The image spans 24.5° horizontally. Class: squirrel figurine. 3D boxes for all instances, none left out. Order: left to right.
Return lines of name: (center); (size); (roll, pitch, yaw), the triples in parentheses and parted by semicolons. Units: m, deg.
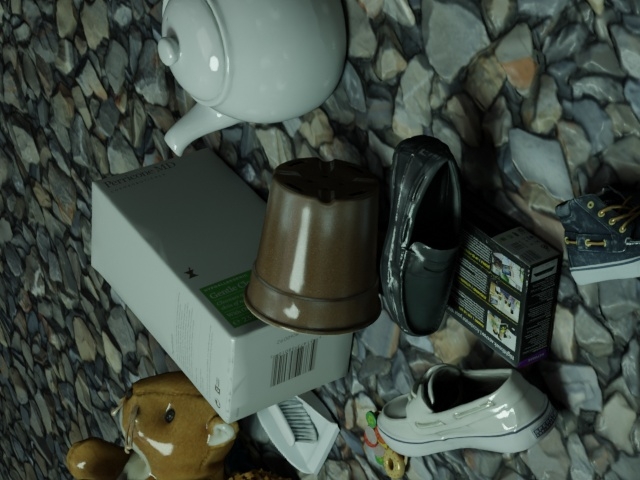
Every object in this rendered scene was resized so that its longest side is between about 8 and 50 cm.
squirrel figurine: (-0.180, 0.380, 2.138); (0.281, 0.397, 0.370); (-102, 37, -78)

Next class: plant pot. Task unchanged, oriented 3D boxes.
plant pot: (0.000, 0.000, 1.727); (0.167, 0.167, 0.165); (36, 127, 46)

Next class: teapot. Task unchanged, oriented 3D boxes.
teapot: (-0.102, -0.246, 1.707); (0.252, 0.187, 0.256); (-6, 101, 60)

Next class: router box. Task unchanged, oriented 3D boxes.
router box: (0.172, 0.032, 1.553); (0.179, 0.046, 0.133); (40, 140, 43)

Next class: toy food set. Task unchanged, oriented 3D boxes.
toy food set: (0.083, 0.255, 1.865); (0.082, 0.020, 0.083); (38, 138, 44)

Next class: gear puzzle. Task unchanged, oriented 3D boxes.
gear puzzle: (-0.199, 0.321, 2.358); (0.339, 0.044, 0.175); (36, 136, 46)

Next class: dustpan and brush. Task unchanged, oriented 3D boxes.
dustpan and brush: (-0.067, 0.222, 2.058); (0.211, 0.060, 0.147); (55, 148, 25)

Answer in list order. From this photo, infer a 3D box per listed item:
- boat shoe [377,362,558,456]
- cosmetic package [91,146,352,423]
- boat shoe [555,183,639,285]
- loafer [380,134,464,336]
boat shoe: (0.142, 0.179, 1.618); (0.088, 0.096, 0.267); (54, 153, -17)
cosmetic package: (-0.136, 0.050, 1.937); (0.365, 0.197, 0.155); (43, 141, 37)
boat shoe: (0.276, -0.012, 1.329); (0.183, 0.065, 0.083); (-19, 92, 62)
loafer: (0.108, 0.003, 1.516); (0.078, 0.076, 0.223); (40, 135, 55)
